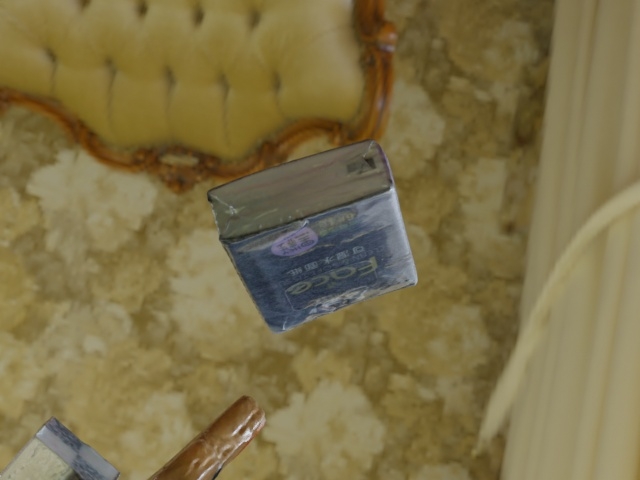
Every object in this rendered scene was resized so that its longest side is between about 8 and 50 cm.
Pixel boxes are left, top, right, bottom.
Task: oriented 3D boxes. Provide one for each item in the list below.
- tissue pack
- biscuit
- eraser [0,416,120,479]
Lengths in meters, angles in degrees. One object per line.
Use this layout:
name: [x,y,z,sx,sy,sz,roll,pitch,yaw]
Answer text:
tissue pack: [0.000,0.000,0.850,0.112,0.051,0.156,-18,154,2]
biscuit: [-0.111,0.170,0.738,0.036,0.165,0.250,47,-167,3]
eraser: [-0.360,0.351,1.238,0.098,0.404,0.096,41,-178,-3]
